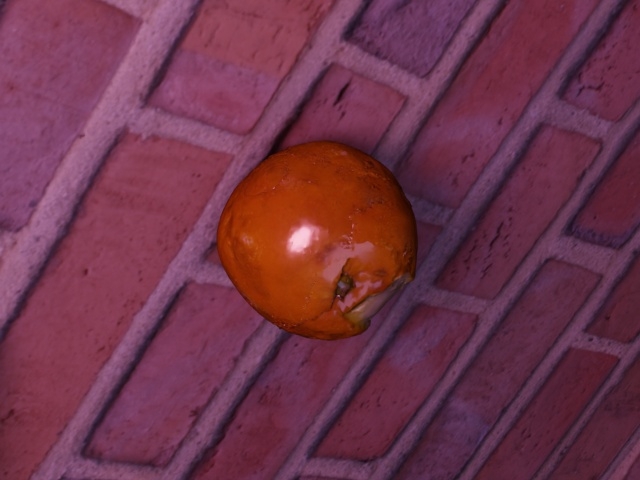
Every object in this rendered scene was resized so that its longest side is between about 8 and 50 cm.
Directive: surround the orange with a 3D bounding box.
[{"bbox_3d":[0.000,0.000,1.912,0.240,0.240,0.240,-24,139,-24],"label":"orange"}]
